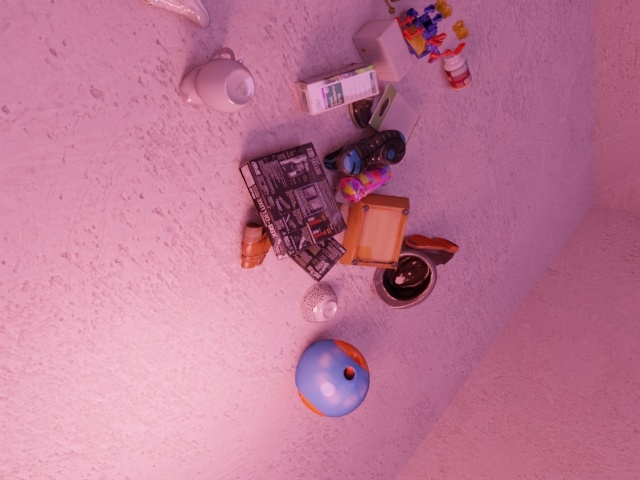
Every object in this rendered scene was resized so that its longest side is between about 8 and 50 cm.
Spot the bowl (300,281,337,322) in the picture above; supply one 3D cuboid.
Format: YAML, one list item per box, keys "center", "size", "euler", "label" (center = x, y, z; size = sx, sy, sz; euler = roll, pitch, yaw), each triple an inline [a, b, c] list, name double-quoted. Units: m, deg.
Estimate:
- center: [0.012, 0.252, 1.696]
  size: [0.170, 0.080, 0.170]
  euler: [-18, 118, -37]
  label: "bowl"

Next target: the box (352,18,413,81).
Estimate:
- center: [0.209, -0.627, 1.460]
  size: [0.091, 0.130, 0.170]
  euler: [-50, 134, -13]
  label: "box"

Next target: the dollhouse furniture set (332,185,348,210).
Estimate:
- center: [0.074, -0.143, 1.560]
  size: [0.091, 0.114, 0.081]
  euler: [32, 81, -42]
  label: "dollhouse furniture set"

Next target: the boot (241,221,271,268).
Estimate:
- center: [-0.177, 0.008, 1.438]
  size: [0.197, 0.073, 0.152]
  euler: [-10, 122, -41]
  label: "boot"

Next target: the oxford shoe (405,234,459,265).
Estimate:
- center: [0.505, 0.060, 2.029]
  size: [0.364, 0.130, 0.132]
  euler: [7, 112, -41]
  label: "oxford shoe"

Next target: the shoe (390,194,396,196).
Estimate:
- center: [0.254, -0.098, 1.779]
  size: [0.178, 0.063, 0.081]
  euler: [-46, 134, -10]
  label: "shoe"

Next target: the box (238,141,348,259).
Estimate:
- center: [-0.078, -0.126, 1.360]
  size: [0.242, 0.076, 0.307]
  euler: [-26, 94, -33]
  label: "box"

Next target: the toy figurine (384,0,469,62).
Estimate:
- center: [0.313, -0.723, 1.520]
  size: [0.191, 0.217, 0.362]
  euler: [-36, 85, -10]
  label: "toy figurine"

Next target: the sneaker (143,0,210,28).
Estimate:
- center: [-0.357, -0.569, 1.015]
  size: [0.229, 0.087, 0.092]
  euler: [35, 90, -37]
  label: "sneaker"

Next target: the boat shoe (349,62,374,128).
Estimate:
- center: [0.145, -0.487, 1.502]
  size: [0.080, 0.073, 0.223]
  euler: [-31, 126, -29]
  label: "boat shoe"

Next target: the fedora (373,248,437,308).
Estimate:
- center: [0.373, 0.156, 1.919]
  size: [0.275, 0.243, 0.124]
  euler: [-46, 173, 16]
  label: "fedora"

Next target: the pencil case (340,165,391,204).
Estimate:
- center: [0.168, -0.212, 1.591]
  size: [0.236, 0.104, 0.104]
  euler: [-35, 129, -45]
  label: "pencil case"

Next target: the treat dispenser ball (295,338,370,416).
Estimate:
- center: [0.045, 0.526, 1.695]
  size: [0.288, 0.288, 0.288]
  euler: [-18, 119, -36]
  label: "treat dispenser ball"

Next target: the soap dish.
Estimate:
- center: [0.210, -0.028, 1.673]
  size: [0.229, 0.118, 0.290]
  euler: [5, 108, -14]
  label: "soap dish"

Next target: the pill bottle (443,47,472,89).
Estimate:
- center: [0.547, -0.688, 1.770]
  size: [0.086, 0.086, 0.152]
  euler: [-53, 134, -11]
  label: "pill bottle"

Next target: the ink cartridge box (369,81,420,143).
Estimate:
- center: [0.264, -0.450, 1.638]
  size: [0.235, 0.056, 0.171]
  euler: [28, 88, -43]
  label: "ink cartridge box"

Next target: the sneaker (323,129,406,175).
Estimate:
- center: [0.164, -0.316, 1.554]
  size: [0.341, 0.140, 0.125]
  euler: [-20, 111, -35]
  label: "sneaker"

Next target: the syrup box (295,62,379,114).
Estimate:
- center: [0.053, -0.473, 1.370]
  size: [0.237, 0.096, 0.093]
  euler: [-23, 121, -15]
  label: "syrup box"

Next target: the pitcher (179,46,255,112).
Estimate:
- center: [-0.241, -0.407, 1.096]
  size: [0.125, 0.207, 0.177]
  euler: [33, 83, -45]
  label: "pitcher"

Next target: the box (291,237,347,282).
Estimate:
- center: [-0.028, 0.027, 1.481]
  size: [0.180, 0.077, 0.147]
  euler: [43, 84, -8]
  label: "box"
